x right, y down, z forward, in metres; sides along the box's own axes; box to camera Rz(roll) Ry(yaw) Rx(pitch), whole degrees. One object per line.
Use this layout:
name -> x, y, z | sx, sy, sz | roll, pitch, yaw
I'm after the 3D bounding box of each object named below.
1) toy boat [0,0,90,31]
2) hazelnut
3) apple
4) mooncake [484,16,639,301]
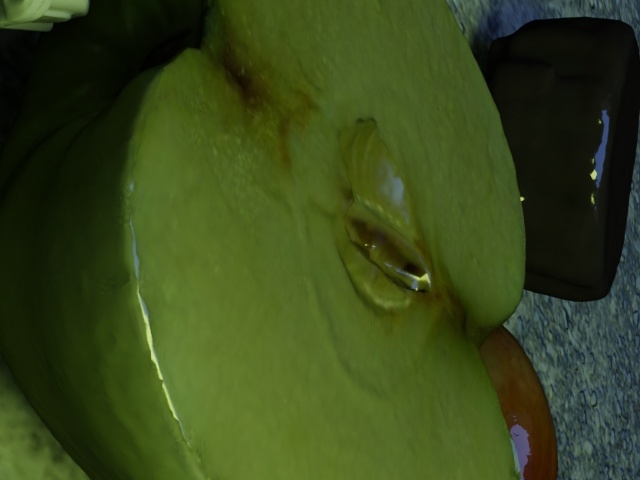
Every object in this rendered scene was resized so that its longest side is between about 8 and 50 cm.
toy boat -> -0.160, -0.210, 0.438 | 0.141, 0.140, 0.269 | -27, 112, -59
hazelnut -> 0.063, 0.148, 0.797 | 0.186, 0.210, 0.210 | -36, 125, -21
apple -> 0.000, 0.000, 0.569 | 0.311, 0.320, 0.360 | -46, 135, -1
mooncake -> 0.235, -0.081, 1.143 | 0.283, 0.141, 0.283 | 7, 90, -68
